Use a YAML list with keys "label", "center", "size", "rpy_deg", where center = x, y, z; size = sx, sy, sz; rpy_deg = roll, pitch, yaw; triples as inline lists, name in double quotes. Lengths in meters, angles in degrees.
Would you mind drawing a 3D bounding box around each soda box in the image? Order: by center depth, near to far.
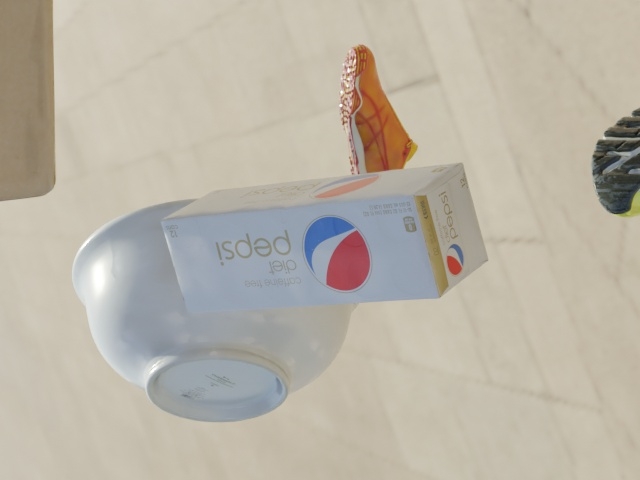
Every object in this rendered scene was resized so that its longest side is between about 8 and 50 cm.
- label: "soda box"
  center: [0.000, 0.000, 1.206]
  size: [0.216, 0.069, 0.074]
  rpy_deg: [-5, 107, 36]

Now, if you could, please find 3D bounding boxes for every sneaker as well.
- label: "sneaker"
  center: [0.271, -0.061, 1.271]
  size: [0.081, 0.208, 0.094]
  rpy_deg: [5, 123, 46]
- label: "sneaker"
  center: [0.056, -0.108, 1.727]
  size: [0.064, 0.067, 0.175]
  rpy_deg: [-118, 17, -66]

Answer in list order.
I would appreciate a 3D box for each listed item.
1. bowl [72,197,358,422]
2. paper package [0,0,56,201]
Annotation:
- label: "bowl"
  center: [-0.101, 0.091, 1.773]
  size: [0.298, 0.297, 0.134]
  rpy_deg: [90, 179, -57]
- label: "paper package"
  center: [-0.372, -0.176, 1.323]
  size: [0.168, 0.324, 0.310]
  rpy_deg: [-131, 39, -55]
